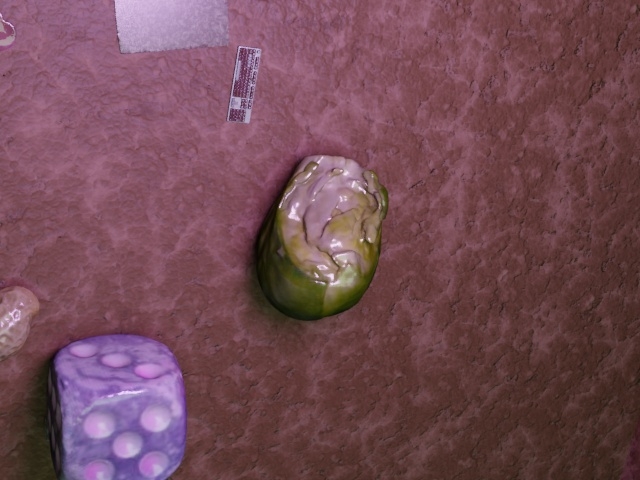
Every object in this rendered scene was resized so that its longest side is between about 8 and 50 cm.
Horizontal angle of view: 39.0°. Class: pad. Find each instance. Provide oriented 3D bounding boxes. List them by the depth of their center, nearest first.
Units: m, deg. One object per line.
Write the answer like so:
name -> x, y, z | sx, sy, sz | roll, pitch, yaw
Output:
pad -> -0.301, -0.466, 1.845 | 0.235, 0.003, 0.158 | -10, 116, -21

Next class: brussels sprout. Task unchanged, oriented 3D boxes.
brussels sprout -> 0.000, 0.000, 2.031 | 0.276, 0.315, 0.371 | 12, 71, -3

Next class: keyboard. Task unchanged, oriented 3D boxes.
keyboard -> -0.164, -0.335, 1.959 | 0.055, 0.017, 0.166 | 2, 112, -25

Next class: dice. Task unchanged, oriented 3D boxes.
dice -> -0.454, 0.380, 2.001 | 0.271, 0.270, 0.270 | -2, 112, -24

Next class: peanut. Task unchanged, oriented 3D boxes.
peanut -> -0.715, 0.214, 1.899 | 0.298, 0.120, 0.136 | -42, 103, -6

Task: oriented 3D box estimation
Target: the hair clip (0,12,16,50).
hair clip -> -0.644, -0.426, 1.693 | 0.123, 0.102, 0.138 | -17, 86, -19
